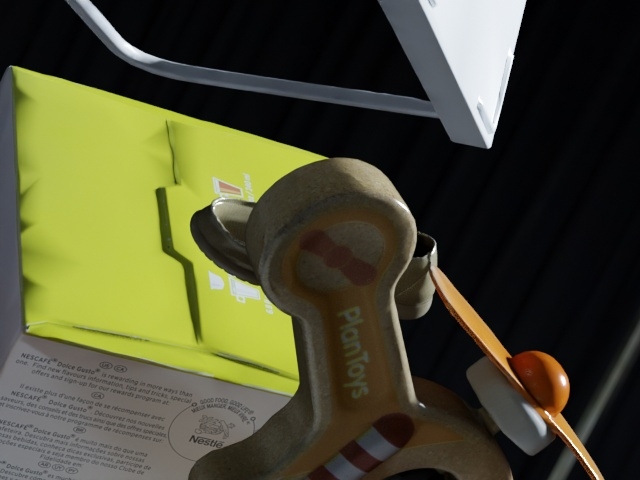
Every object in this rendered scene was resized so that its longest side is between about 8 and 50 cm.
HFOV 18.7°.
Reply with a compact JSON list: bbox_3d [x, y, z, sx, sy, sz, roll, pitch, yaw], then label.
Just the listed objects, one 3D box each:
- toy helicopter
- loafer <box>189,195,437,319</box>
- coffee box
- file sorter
[{"bbox_3d":[0.038,0.090,1.051,0.355,0.235,0.140,80,-10,-46],"label":"toy helicopter"},{"bbox_3d":[0.000,0.000,1.084,0.148,0.050,0.056,14,31,-19],"label":"loafer"},{"bbox_3d":[-0.160,0.110,1.651,0.338,0.334,0.337,16,36,-23],"label":"coffee box"},{"bbox_3d":[0.006,-0.211,0.806,0.173,0.277,0.193,11,-13,16],"label":"file sorter"}]
